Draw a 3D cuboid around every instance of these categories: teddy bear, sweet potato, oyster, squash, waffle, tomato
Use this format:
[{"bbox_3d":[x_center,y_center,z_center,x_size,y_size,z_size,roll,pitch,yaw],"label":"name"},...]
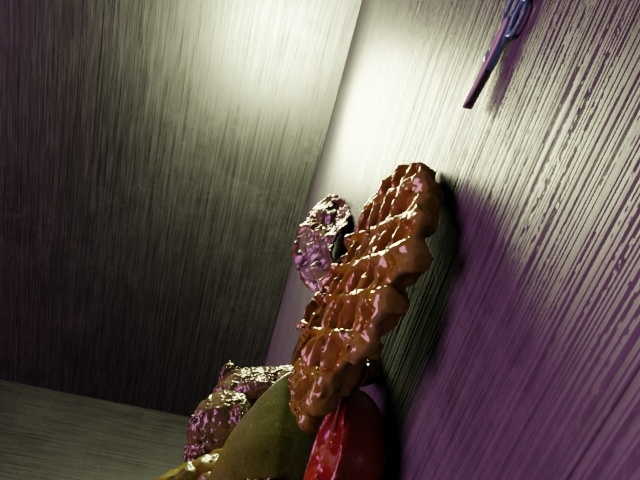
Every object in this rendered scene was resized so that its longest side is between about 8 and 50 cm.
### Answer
[{"bbox_3d":[-0.173,0.355,1.264,0.267,0.156,0.256,-48,4,21],"label":"teddy bear"},{"bbox_3d":[0.047,0.151,0.785,0.058,0.055,0.202,-35,5,0],"label":"sweet potato"},{"bbox_3d":[-0.004,0.002,1.415,0.354,0.107,0.201,-94,21,-72],"label":"oyster"},{"bbox_3d":[-0.078,0.330,0.958,0.260,0.190,0.189,-97,20,-62],"label":"squash"},{"bbox_3d":[0.046,0.052,0.703,0.311,0.060,0.307,-58,8,22],"label":"waffle"},{"bbox_3d":[0.029,0.240,0.659,0.155,0.069,0.155,-157,90,-85],"label":"tomato"}]

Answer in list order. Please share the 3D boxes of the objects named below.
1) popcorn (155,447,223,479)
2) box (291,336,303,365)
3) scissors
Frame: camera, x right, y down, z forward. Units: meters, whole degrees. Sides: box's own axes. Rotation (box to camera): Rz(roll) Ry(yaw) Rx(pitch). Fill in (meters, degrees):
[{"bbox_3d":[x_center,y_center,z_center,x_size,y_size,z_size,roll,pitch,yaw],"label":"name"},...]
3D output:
[{"bbox_3d":[-0.167,0.490,1.037,0.274,0.336,0.279,-59,46,32],"label":"popcorn"},{"bbox_3d":[0.008,0.162,0.976,0.155,0.087,0.023,110,170,-52],"label":"box"},{"bbox_3d":[0.163,-0.175,0.583,0.058,0.014,0.119,-83,12,-54],"label":"scissors"}]
